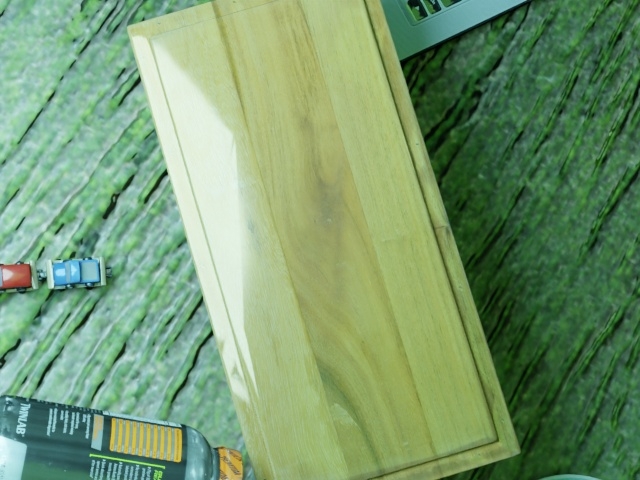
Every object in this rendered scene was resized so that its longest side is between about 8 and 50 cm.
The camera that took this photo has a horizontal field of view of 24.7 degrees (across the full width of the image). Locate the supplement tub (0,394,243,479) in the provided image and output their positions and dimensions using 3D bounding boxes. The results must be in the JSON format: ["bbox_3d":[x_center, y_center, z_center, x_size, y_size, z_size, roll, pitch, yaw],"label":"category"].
[{"bbox_3d":[-0.160,0.186,1.089,0.190,0.117,0.117,12,76,-12],"label":"supplement tub"}]

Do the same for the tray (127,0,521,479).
[{"bbox_3d":[0.000,0.000,1.165,0.203,0.076,0.411,-17,84,-1],"label":"tray"}]

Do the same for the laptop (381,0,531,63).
[{"bbox_3d":[0.111,-0.395,1.215,0.408,0.236,0.382,-27,86,-18],"label":"laptop"}]

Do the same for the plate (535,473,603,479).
[{"bbox_3d":[0.207,0.289,1.211,0.188,0.024,0.188,3,77,-14],"label":"plate"}]

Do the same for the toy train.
[{"bbox_3d":[-0.241,0.028,1.142,0.158,0.036,0.027,-4,80,-15],"label":"toy train"}]
